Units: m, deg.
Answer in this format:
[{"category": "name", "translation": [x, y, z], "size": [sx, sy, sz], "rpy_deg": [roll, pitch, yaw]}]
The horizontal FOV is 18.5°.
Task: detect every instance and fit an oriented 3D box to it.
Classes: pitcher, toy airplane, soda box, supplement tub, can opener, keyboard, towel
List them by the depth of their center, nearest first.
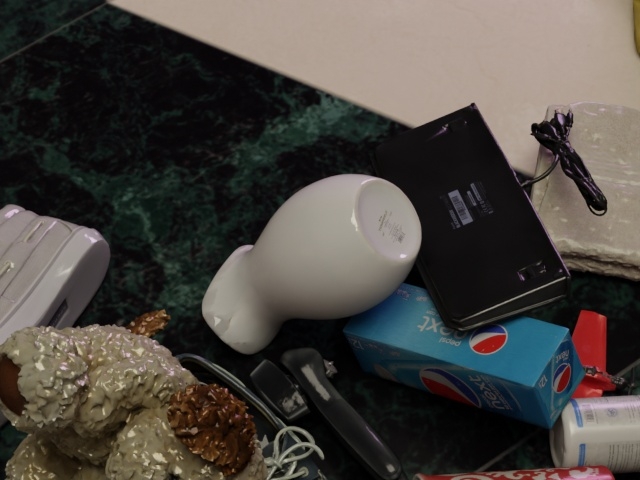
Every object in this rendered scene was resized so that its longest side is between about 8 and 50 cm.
[{"category": "supplement tub", "translation": [0.265, 0.176, 1.778], "size": [0.107, 0.071, 0.071], "rpy_deg": [-1, 57, -7]}, {"category": "soda box", "translation": [0.129, 0.101, 1.793], "size": [0.210, 0.067, 0.071], "rpy_deg": [14, 56, 36]}, {"category": "can opener", "translation": [0.016, 0.164, 1.797], "size": [0.073, 0.059, 0.186], "rpy_deg": [-46, 62, -5]}, {"category": "pitcher", "translation": [0.000, 0.000, 1.831], "size": [0.125, 0.207, 0.177], "rpy_deg": [38, 47, -23]}, {"category": "toy airplane", "translation": [0.222, 0.120, 1.843], "size": [0.151, 0.028, 0.151], "rpy_deg": [0, 59, 0]}, {"category": "keyboard", "translation": [0.173, -0.037, 1.867], "size": [0.202, 0.033, 0.317], "rpy_deg": [-23, 37, 2]}, {"category": "towel", "translation": [0.345, -0.037, 1.932], "size": [0.282, 0.049, 0.187], "rpy_deg": [11, 60, 6]}]

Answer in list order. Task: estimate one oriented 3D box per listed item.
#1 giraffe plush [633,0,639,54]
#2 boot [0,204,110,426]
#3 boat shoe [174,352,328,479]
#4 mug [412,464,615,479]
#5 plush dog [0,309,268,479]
[{"category": "giraffe plush", "translation": [0.384, -0.311, 2.032], "size": [0.181, 0.170, 0.210], "rpy_deg": [-27, 61, -16]}, {"category": "boot", "translation": [-0.313, 0.074, 1.850], "size": [0.123, 0.095, 0.258], "rpy_deg": [20, 51, 19]}, {"category": "boat shoe", "translation": [-0.052, 0.199, 1.764], "size": [0.095, 0.079, 0.254], "rpy_deg": [-31, 62, -18]}, {"category": "mug", "translation": [0.172, 0.267, 1.724], "size": [0.169, 0.150, 0.113], "rpy_deg": [-6, 21, -8]}, {"category": "plush dog", "translation": [-0.140, 0.174, 1.685], "size": [0.225, 0.262, 0.210], "rpy_deg": [34, 51, 26]}]
